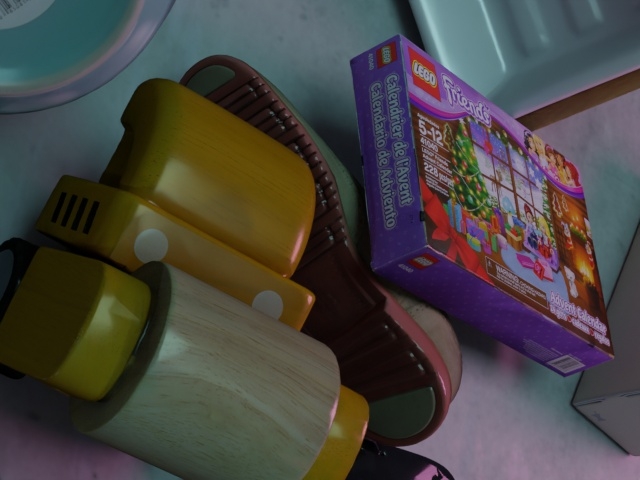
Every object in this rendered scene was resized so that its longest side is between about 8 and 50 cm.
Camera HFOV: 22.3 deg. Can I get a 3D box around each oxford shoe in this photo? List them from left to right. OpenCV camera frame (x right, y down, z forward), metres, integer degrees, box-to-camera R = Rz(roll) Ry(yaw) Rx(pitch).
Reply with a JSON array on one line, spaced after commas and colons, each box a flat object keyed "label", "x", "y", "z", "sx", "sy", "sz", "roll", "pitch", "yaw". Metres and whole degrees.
[{"label": "oxford shoe", "x": 0.000, "y": 0.000, "z": 1.330, "sx": 0.348, "sy": 0.123, "sz": 0.130, "roll": 60, "pitch": 27, "yaw": -5}]

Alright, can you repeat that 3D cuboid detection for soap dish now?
[{"label": "soap dish", "x": 0.224, "y": -0.232, "z": 1.445, "sx": 0.118, "sy": 0.290, "sz": 0.229, "roll": -15, "pitch": 85, "yaw": -58}]

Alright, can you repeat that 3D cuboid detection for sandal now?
[{"label": "sandal", "x": 0.016, "y": 0.184, "z": 1.302, "sx": 0.254, "sy": 0.054, "sz": 0.097, "roll": 15, "pitch": 68, "yaw": -32}]

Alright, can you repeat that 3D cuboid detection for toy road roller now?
[{"label": "toy road roller", "x": -0.091, "y": 0.022, "z": 1.105, "sx": 0.202, "sy": 0.329, "sz": 0.241, "roll": 29, "pitch": 84, "yaw": -26}]

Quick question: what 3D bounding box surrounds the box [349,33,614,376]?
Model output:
[{"label": "box", "x": 0.140, "y": -0.023, "z": 1.375, "sx": 0.293, "sy": 0.057, "sz": 0.201, "roll": 29, "pitch": 46, "yaw": -46}]

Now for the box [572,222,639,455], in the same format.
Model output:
[{"label": "box", "x": 0.345, "y": 0.063, "z": 1.543, "sx": 0.094, "sy": 0.113, "sz": 0.275, "roll": 40, "pitch": 59, "yaw": -22}]

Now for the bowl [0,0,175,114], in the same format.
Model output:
[{"label": "bowl", "x": -0.211, "y": -0.207, "z": 1.075, "sx": 0.311, "sy": 0.163, "sz": 0.312, "roll": -8, "pitch": 120, "yaw": -14}]
